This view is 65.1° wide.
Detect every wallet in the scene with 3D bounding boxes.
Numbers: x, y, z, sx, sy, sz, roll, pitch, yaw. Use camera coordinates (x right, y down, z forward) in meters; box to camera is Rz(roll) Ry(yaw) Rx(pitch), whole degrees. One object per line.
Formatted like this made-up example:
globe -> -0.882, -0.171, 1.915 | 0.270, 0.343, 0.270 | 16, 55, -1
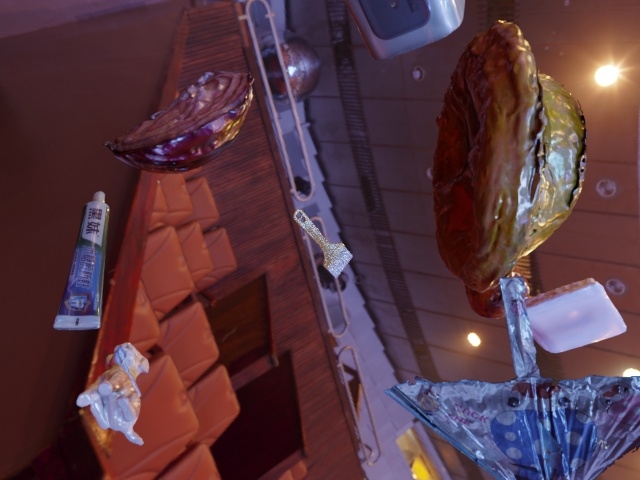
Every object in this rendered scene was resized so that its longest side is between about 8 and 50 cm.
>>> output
wallet -> 0.361, 0.112, 0.728 | 0.124, 0.032, 0.183 | -27, -45, 29

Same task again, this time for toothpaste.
toothpaste -> -0.571, 0.036, 1.235 | 0.061, 0.099, 0.392 | 112, -24, -54

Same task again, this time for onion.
onion -> -0.248, -0.210, 0.997 | 0.280, 0.314, 0.146 | 35, -24, 52

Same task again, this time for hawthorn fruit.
hawthorn fruit -> 0.480, 0.128, 1.390 | 0.173, 0.174, 0.179 | -42, -116, 63

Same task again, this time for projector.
projector -> 0.198, -0.640, 1.241 | 0.248, 0.248, 0.249 | -11, -46, 30

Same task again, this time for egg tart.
egg tart -> 0.307, -0.132, 0.843 | 0.443, 0.178, 0.443 | 2, 90, -88

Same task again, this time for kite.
kite -> 0.284, 0.217, 0.662 | 0.406, 0.014, 0.368 | -9, -77, 23

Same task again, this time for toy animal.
toy animal -> -0.438, 0.341, 1.139 | 0.185, 0.104, 0.183 | -109, 174, -67

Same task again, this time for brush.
brush -> 0.000, 0.000, 1.597 | 0.272, 0.103, 0.013 | 48, -22, -29

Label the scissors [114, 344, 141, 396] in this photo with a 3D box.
scissors -> -0.276, 0.190, 0.723 | 0.036, 0.006, 0.083 | -114, -174, -73
